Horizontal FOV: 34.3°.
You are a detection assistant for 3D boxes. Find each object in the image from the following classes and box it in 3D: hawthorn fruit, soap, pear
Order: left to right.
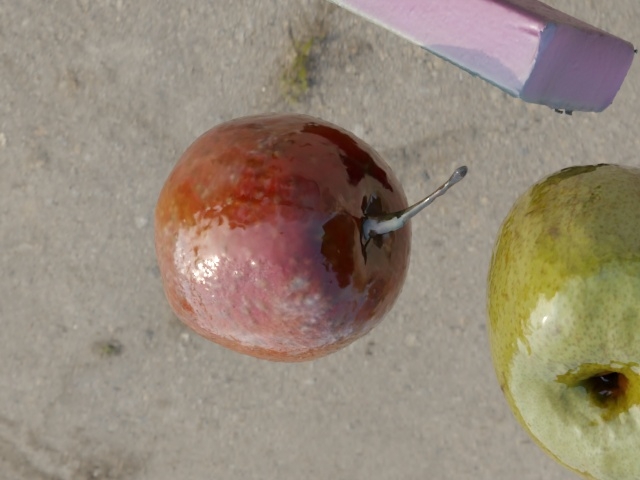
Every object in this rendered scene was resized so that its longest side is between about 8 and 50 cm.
[{"bbox_3d":[-0.033,0.005,0.937,0.231,0.263,0.235,0,111,-13],"label":"hawthorn fruit"},{"bbox_3d":[0.152,-0.214,1.011,0.181,0.259,0.081,0,120,-49],"label":"soap"},{"bbox_3d":[0.219,0.054,0.748,0.188,0.211,0.228,-8,115,31],"label":"pear"}]
